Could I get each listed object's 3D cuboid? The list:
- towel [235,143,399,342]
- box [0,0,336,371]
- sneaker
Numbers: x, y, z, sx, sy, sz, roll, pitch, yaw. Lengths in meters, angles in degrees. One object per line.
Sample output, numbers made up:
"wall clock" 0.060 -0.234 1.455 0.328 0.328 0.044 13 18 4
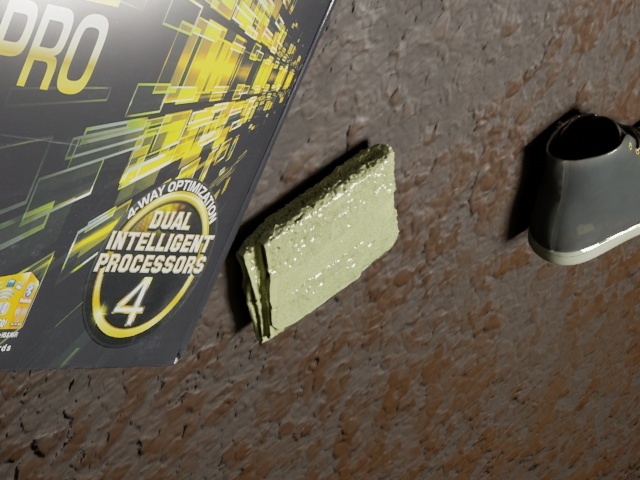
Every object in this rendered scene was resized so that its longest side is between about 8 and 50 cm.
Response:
"towel" 0.000 0.000 1.392 0.148 0.027 0.110 -37 145 -26
"box" -0.152 -0.092 0.911 0.395 0.097 0.318 6 110 -58
"sneaker" 0.273 -0.073 1.650 0.222 0.083 0.118 -33 144 -31
